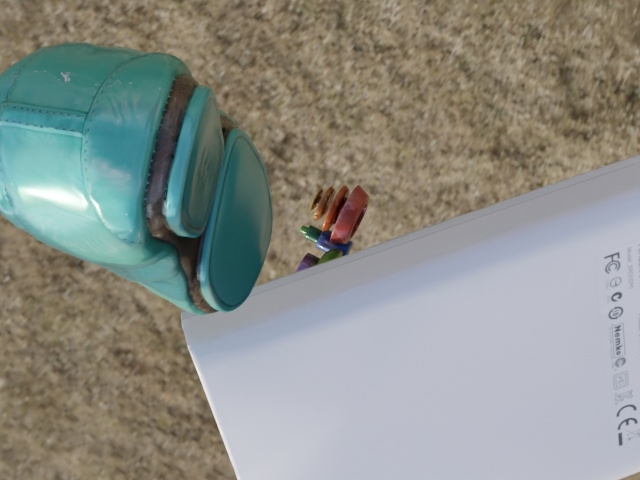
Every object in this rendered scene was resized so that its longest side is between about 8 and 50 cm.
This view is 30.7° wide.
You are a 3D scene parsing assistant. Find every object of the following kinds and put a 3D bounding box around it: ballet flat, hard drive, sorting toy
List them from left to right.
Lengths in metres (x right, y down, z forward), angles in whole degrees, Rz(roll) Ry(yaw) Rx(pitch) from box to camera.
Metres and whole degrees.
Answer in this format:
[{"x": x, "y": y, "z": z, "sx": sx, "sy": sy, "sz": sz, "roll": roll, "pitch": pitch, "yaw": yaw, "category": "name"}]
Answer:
[{"x": -0.073, "y": -0.023, "z": 0.462, "sx": 0.087, "sy": 0.247, "sz": 0.083, "roll": 14, "pitch": 82, "yaw": 5, "category": "ballet flat"}, {"x": 0.000, "y": 0.000, "z": 0.887, "sx": 0.042, "sy": 0.061, "sz": 0.102, "roll": 26, "pitch": 93, "yaw": 8, "category": "sorting toy"}, {"x": 0.114, "y": 0.082, "z": 0.724, "sx": 0.353, "sy": 0.047, "sz": 0.233, "roll": -19, "pitch": 126, "yaw": -6, "category": "hard drive"}]
